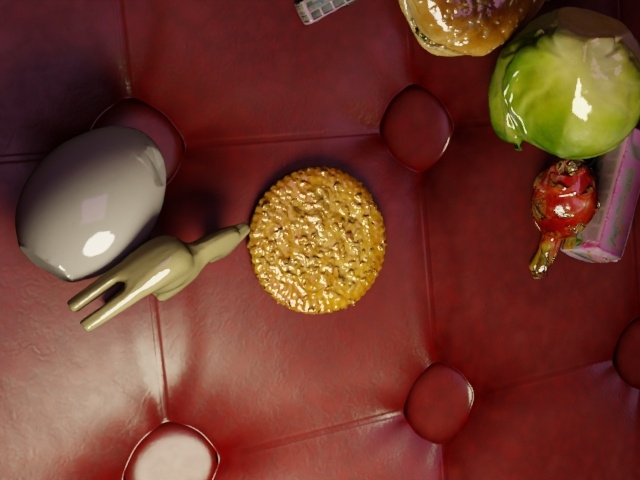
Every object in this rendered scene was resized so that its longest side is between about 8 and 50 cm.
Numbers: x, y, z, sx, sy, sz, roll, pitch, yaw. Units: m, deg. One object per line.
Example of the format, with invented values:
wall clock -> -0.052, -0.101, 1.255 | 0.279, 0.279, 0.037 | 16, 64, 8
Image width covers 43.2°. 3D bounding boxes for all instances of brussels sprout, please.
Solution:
brussels sprout -> 0.424, -0.264, 1.390 | 0.259, 0.294, 0.227 | 25, 56, 12

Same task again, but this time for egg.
egg -> -0.307, -0.055, 1.109 | 0.176, 0.176, 0.232 | 47, 68, -20

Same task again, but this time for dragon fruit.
dragon fruit -> 0.441, -0.039, 1.507 | 0.125, 0.125, 0.246 | 1, 108, -39

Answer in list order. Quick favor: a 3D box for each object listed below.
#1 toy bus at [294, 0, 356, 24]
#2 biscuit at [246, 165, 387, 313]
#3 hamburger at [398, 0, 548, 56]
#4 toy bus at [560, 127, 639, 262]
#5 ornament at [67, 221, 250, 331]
toy bus -> 0.021, -0.401, 1.325 | 0.131, 0.037, 0.052 | -34, 108, -19
biscuit -> 0.000, 0.000, 1.336 | 0.254, 0.035, 0.254 | -1, 93, -25
hamburger -> 0.259, -0.437, 1.385 | 0.286, 0.146, 0.243 | 7, 97, -27
toy bus -> 0.555, -0.095, 1.558 | 0.090, 0.112, 0.274 | 20, 83, -21
ornament -> -0.214, 0.040, 1.160 | 0.245, 0.230, 0.061 | -35, 83, -1
